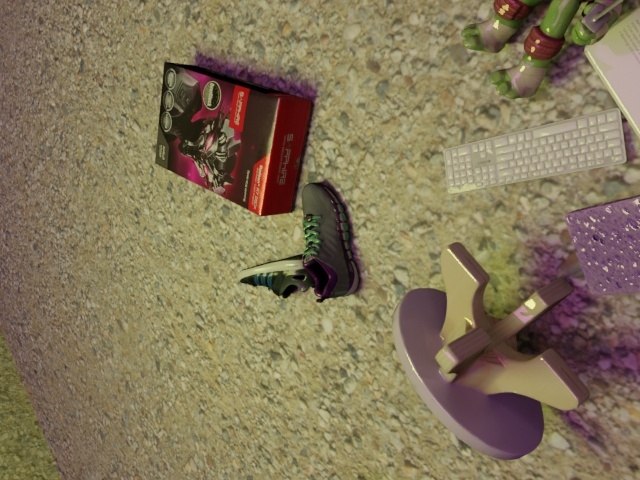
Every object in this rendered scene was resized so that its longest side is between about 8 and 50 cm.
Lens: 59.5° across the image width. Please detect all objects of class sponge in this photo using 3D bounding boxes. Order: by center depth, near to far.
[{"bbox_3d":[0.396,0.001,0.661,0.210,0.031,0.117,-21,89,65],"label":"sponge"}]

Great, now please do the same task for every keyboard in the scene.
[{"bbox_3d":[0.292,-0.122,0.799,0.256,0.014,0.072,-8,93,42],"label":"keyboard"}]

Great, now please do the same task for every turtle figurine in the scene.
[{"bbox_3d":[0.250,-0.302,0.649,0.197,0.275,0.266,37,145,6],"label":"turtle figurine"}]

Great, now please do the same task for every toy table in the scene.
[{"bbox_3d":[0.231,0.146,0.774,0.274,0.252,0.161,44,141,17],"label":"toy table"}]

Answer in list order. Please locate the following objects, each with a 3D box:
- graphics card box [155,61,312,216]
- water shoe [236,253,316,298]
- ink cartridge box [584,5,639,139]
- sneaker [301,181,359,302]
[{"bbox_3d":[-0.196,-0.219,1.160,0.370,0.094,0.233,28,116,36],"label":"graphics card box"},{"bbox_3d":[-0.095,0.083,1.141,0.203,0.073,0.080,-14,91,43],"label":"water shoe"},{"bbox_3d":[0.478,-0.166,0.590,0.261,0.066,0.296,-36,75,40],"label":"ink cartridge box"},{"bbox_3d":[0.000,0.000,1.023,0.083,0.098,0.224,-25,82,41],"label":"sneaker"}]
